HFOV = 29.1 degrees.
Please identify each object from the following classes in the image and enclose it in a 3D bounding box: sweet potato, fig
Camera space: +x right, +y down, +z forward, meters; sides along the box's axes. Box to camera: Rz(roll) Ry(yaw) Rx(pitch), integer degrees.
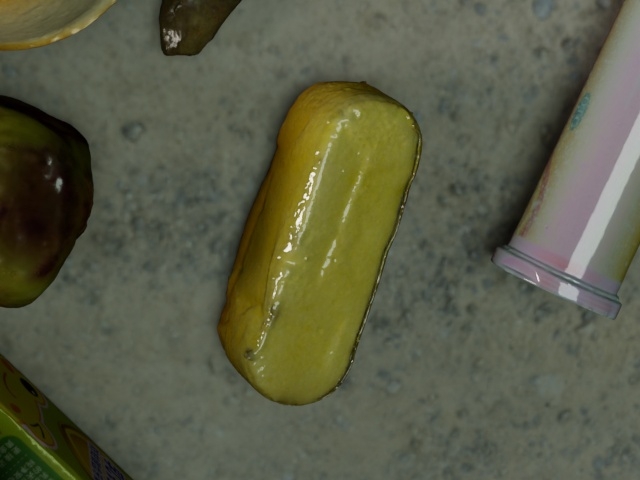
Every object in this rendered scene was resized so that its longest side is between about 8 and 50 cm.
[{"bbox_3d":[-0.021,-0.236,0.875,0.273,0.075,0.075,-42,108,1],"label":"sweet potato"},{"bbox_3d":[-0.236,-0.024,0.838,0.165,0.144,0.154,-17,73,11],"label":"fig"}]

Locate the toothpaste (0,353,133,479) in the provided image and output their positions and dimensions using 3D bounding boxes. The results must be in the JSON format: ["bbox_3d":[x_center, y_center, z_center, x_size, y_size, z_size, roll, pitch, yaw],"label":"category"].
[{"bbox_3d":[-0.228,0.153,0.893,0.077,0.110,0.327,-43,108,-3],"label":"toothpaste"}]

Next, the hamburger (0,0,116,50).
[{"bbox_3d":[-0.218,-0.234,0.789,0.237,0.147,0.237,-2,99,-11],"label":"hamburger"}]

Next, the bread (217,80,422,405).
[{"bbox_3d":[0.000,0.000,0.925,0.102,0.094,0.245,13,100,-25],"label":"bread"}]

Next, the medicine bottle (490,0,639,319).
[{"bbox_3d":[0.270,-0.153,0.949,0.108,0.108,0.426,24,95,-17],"label":"medicine bottle"}]
